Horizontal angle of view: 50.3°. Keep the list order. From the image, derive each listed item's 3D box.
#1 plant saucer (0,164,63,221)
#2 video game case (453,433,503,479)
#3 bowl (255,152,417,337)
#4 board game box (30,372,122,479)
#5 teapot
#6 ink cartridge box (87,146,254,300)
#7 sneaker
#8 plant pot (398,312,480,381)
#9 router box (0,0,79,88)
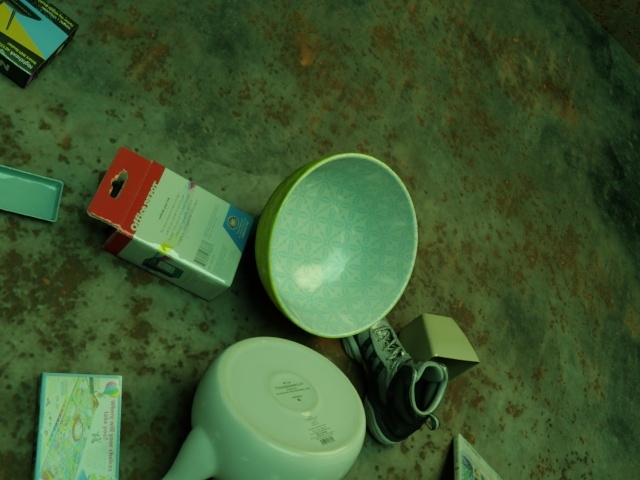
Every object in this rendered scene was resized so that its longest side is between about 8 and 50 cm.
[{"bbox_3d":[-0.456,-0.076,0.932,0.192,0.018,0.067,15,61,-28],"label":"plant saucer"},{"bbox_3d":[0.285,0.431,1.179,0.157,0.019,0.143,48,20,-8],"label":"video game case"},{"bbox_3d":[0.000,0.000,1.108,0.290,0.156,0.289,-7,102,-35],"label":"bowl"},{"bbox_3d":[-0.312,0.250,0.877,0.104,0.026,0.154,10,64,-32],"label":"board game box"},{"bbox_3d":[-0.069,0.270,0.947,0.256,0.187,0.252,23,28,-6],"label":"teapot"},{"bbox_3d":[-0.230,-0.023,1.027,0.231,0.078,0.134,30,54,-21],"label":"ink cartridge box"},{"bbox_3d":[0.128,0.194,1.132,0.101,0.153,0.268,-2,70,-36],"label":"sneaker"},{"bbox_3d":[0.200,0.192,1.222,0.109,0.109,0.096,13,50,-30],"label":"plant pot"},{"bbox_3d":[-0.476,-0.331,1.016,0.179,0.046,0.133,36,53,-17],"label":"router box"}]
